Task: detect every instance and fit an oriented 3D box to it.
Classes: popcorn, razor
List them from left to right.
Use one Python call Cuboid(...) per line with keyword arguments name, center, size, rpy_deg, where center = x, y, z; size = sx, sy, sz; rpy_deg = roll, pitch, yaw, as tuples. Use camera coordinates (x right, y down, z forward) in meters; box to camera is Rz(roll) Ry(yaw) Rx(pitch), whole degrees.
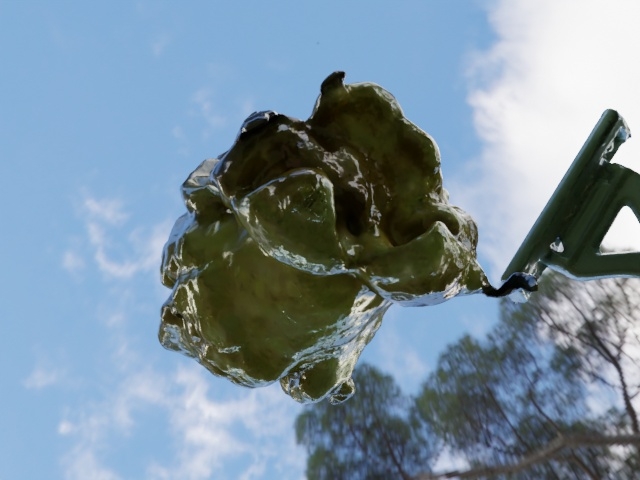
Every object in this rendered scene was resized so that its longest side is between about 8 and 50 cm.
Cuboid(name="popcorn", center=(0.006, -0.004, 0.675), size=(0.168, 0.195, 0.173), rpy_deg=(-33, -98, -39))
Cuboid(name="razor", center=(0.235, 0.052, 0.680), size=(0.278, 0.056, 0.111), rpy_deg=(34, -100, -7))
